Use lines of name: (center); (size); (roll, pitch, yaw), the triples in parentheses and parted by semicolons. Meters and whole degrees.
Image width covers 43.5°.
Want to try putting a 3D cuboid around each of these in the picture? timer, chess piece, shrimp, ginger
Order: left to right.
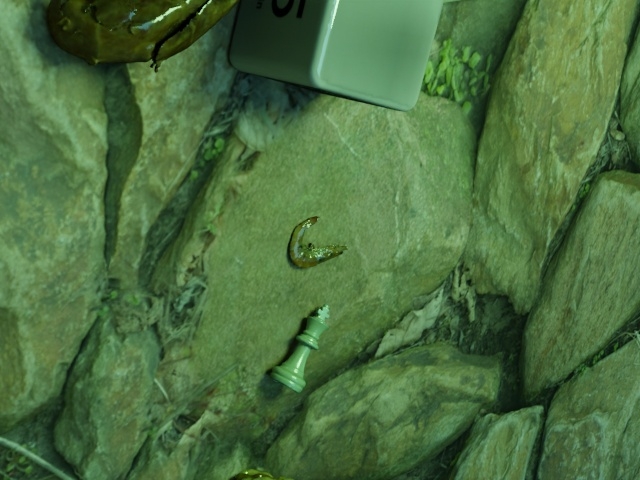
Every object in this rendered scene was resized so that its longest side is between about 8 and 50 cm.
ginger: (-0.172, -0.302, 0.960); (0.309, 0.107, 0.133); (-41, 105, -21)
chess piece: (-0.022, 0.170, 1.299); (0.059, 0.059, 0.149); (41, 74, -42)
shrimp: (0.000, 0.000, 1.274); (0.114, 0.023, 0.083); (-9, 109, -34)
timer: (0.022, -0.292, 1.064); (0.192, 0.195, 0.194); (6, 103, -42)

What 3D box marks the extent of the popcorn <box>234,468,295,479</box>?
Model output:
popcorn: (-0.085, 0.467, 1.261); (0.203, 0.200, 0.226); (-52, 134, -5)

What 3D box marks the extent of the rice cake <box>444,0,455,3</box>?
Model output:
rice cake: (0.198, -0.406, 1.267); (0.256, 0.052, 0.057); (-20, 152, -34)
